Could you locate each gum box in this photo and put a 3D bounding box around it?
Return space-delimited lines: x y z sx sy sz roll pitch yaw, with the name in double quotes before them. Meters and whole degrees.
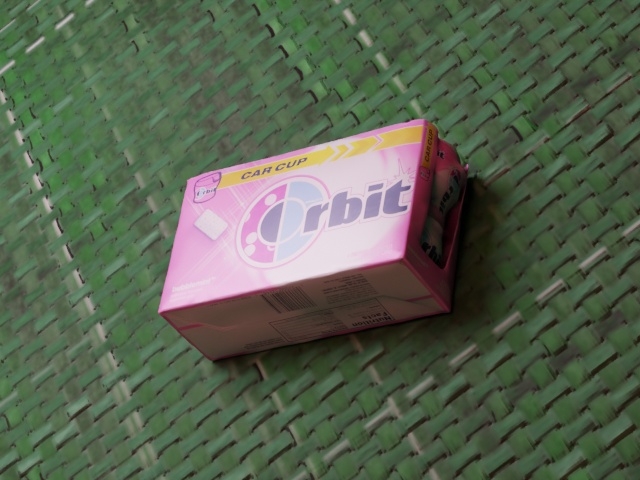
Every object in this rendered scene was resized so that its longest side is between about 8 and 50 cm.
"gum box" 0.000 0.000 1.139 0.188 0.062 0.107 -13 49 29
